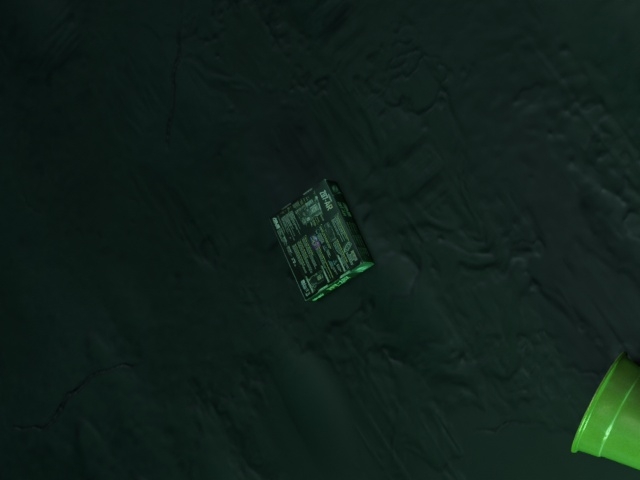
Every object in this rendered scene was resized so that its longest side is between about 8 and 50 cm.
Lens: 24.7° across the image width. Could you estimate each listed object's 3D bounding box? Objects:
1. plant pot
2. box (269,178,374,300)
[{"bbox_3d":[0.235,0.134,1.049,0.079,0.083,0.083,28,102,20],"label":"plant pot"},{"bbox_3d":[0.000,0.000,1.240,0.067,0.018,0.083,-35,69,26],"label":"box"}]
